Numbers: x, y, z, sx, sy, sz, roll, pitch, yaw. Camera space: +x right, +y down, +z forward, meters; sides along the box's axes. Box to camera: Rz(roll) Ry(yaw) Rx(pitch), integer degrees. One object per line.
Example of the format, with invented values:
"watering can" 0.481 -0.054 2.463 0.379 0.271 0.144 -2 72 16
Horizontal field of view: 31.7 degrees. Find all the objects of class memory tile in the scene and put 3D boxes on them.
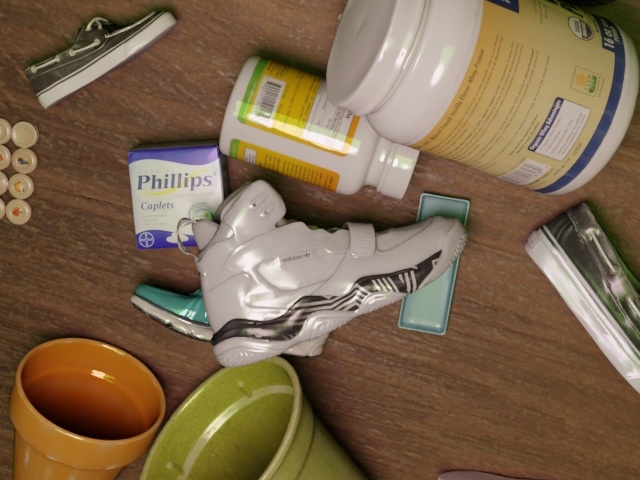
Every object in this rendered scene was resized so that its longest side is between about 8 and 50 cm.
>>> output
"memory tile" -0.450 -0.098 1.567 0.113 0.012 0.148 9 102 3

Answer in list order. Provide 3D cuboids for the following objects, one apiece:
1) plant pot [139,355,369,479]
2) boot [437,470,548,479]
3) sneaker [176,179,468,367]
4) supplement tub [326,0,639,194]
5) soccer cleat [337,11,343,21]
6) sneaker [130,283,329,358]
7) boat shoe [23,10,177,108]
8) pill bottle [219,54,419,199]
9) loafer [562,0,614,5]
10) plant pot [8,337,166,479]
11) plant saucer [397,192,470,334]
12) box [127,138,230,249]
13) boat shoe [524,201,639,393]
"plant pot" -0.058 0.336 1.502 0.276 0.276 0.254 -38 119 12
"boot" 0.254 0.378 1.577 0.190 0.069 0.086 7 100 2
"sneaker" 0.000 0.000 1.443 0.366 0.137 0.210 -25 96 -8
"supplement tub" 0.188 -0.200 1.336 0.316 0.228 0.228 17 104 -20
"soccer cleat" 0.104 -0.235 1.464 0.196 0.068 0.076 44 97 -12
"sneaker" -0.122 0.091 1.550 0.275 0.107 0.110 9 85 -2
"boat shoe" -0.293 -0.254 1.486 0.219 0.078 0.070 -28 99 12
"pill bottle" 0.005 -0.138 1.454 0.246 0.136 0.136 19 103 1
"loafer" 0.209 -0.376 1.405 0.366 0.134 0.130 6 76 -6
"plant pot" -0.339 0.271 1.554 0.205 0.205 0.188 25 118 -1
"plant saucer" 0.154 0.032 1.539 0.067 0.018 0.192 10 102 3
"box" -0.187 -0.063 1.521 0.126 0.072 0.137 -3 101 5
"boat shoe" 0.412 0.096 1.475 0.119 0.121 0.335 -40 94 16
